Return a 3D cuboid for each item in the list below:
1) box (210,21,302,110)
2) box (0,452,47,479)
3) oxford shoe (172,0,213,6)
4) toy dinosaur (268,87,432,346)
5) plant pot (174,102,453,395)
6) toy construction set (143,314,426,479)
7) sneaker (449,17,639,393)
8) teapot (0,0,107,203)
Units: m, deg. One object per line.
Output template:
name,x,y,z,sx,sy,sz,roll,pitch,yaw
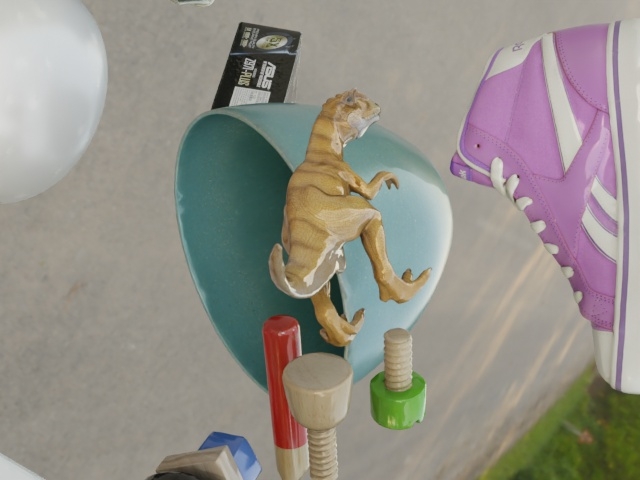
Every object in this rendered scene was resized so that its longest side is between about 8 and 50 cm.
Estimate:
box,-0.076,-0.137,1.153,0.147,0.077,0.180,98,2,-49
box,-0.300,0.206,0.741,0.091,0.170,0.130,43,63,-32
oxford shoe,-0.165,-0.333,1.157,0.169,0.130,0.449,-40,-159,-11
toy dinosaur,0.000,0.000,0.476,0.112,0.064,0.211,58,22,-24
plant pot,0.013,-0.008,0.972,0.195,0.290,0.290,-21,140,-31
toy construction set,0.017,0.216,0.540,0.309,0.257,0.237,-105,-169,-62
sneaker,0.185,-0.022,0.777,0.102,0.161,0.282,16,70,-65
teapot,-0.339,-0.165,0.939,0.252,0.256,0.187,-26,159,22
